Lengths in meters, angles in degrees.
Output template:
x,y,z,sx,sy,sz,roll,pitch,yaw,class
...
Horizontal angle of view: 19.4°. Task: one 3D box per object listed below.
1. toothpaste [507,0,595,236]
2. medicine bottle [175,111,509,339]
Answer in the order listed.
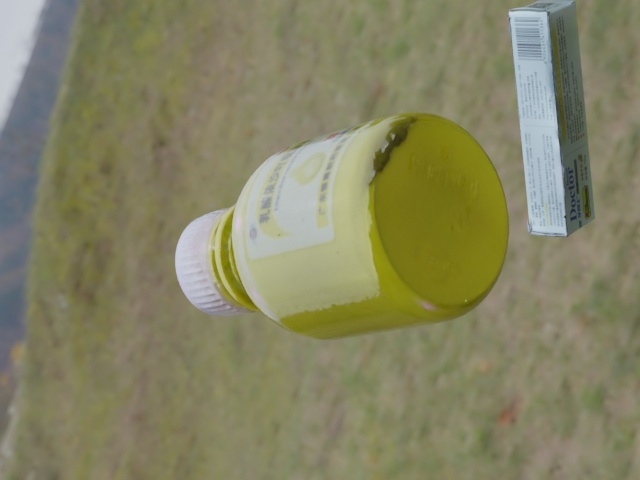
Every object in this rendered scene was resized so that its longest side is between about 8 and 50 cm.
x,y,z,sx,sy,sz,roll,pitch,yaw,class
0.162,-0.086,1.303,0.046,0.034,0.164,-29,-63,-48,toothpaste
0.000,0.000,1.120,0.212,0.122,0.122,-13,52,49,medicine bottle
